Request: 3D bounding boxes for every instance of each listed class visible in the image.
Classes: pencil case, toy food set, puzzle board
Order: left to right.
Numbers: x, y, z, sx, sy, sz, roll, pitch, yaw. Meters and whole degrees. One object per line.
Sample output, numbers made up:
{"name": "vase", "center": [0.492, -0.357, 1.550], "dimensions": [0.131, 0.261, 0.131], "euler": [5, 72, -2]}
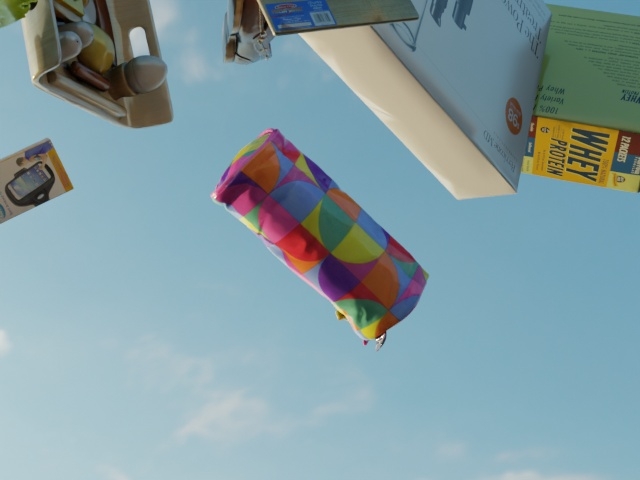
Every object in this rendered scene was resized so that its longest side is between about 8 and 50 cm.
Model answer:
{"name": "toy food set", "center": [-0.276, -0.277, 1.211], "dimensions": [0.092, 0.220, 0.306], "euler": [-15, -9, 12]}
{"name": "pencil case", "center": [0.000, 0.000, 0.963], "dimensions": [0.104, 0.104, 0.236], "euler": [-38, -77, 30]}
{"name": "puzzle board", "center": [0.005, -0.206, 0.791], "dimensions": [0.128, 0.096, 0.011], "euler": [-12, -29, -22]}

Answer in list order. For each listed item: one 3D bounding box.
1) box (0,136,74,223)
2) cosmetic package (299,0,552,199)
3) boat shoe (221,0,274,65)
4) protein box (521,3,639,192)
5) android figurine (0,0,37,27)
{"name": "box", "center": [-0.430, -0.081, 1.386], "dimensions": [0.136, 0.028, 0.081], "euler": [-30, -66, -20]}
{"name": "cosmetic package", "center": [0.134, -0.264, 1.143], "dimensions": [0.097, 0.284, 0.377], "euler": [-3, -30, 40]}
{"name": "boat shoe", "center": [-0.083, -0.278, 1.216], "dimensions": [0.073, 0.073, 0.207], "euler": [0, -9, -8]}
{"name": "protein box", "center": [0.367, -0.199, 1.354], "dimensions": [0.200, 0.201, 0.136], "euler": [12, -29, 15]}
{"name": "android figurine", "center": [-0.397, -0.214, 0.949], "dimensions": [0.273, 0.248, 0.056], "euler": [-18, -87, 0]}
